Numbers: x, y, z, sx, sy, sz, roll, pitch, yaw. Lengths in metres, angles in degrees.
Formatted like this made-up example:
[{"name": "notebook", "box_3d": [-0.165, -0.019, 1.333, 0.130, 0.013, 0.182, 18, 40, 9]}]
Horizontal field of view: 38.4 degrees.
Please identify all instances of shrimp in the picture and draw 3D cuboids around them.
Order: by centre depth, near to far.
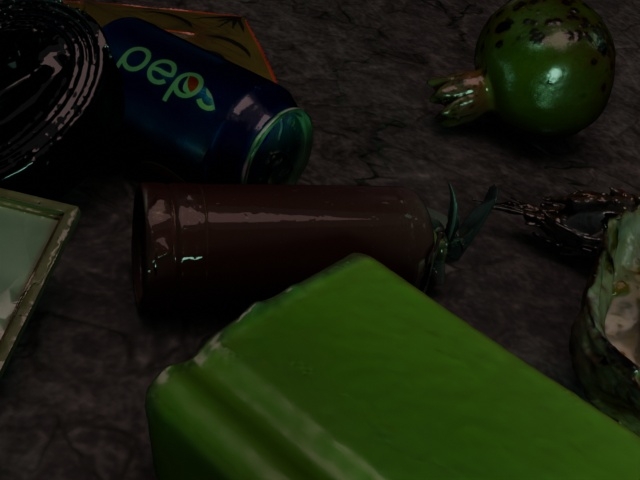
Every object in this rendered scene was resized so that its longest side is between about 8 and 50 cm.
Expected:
[{"name": "shrimp", "box_3d": [0.249, -0.014, 0.810, 0.233, 0.079, 0.090, 9, 29, 4]}]

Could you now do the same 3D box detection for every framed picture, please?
[{"name": "framed picture", "box_3d": [-0.252, 0.040, 0.579, 0.136, 0.010, 0.200, 13, 52, 2]}]

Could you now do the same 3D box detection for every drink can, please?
[{"name": "drink can", "box_3d": [-0.113, -0.109, 0.795, 0.205, 0.118, 0.118, 28, 37, 24]}]

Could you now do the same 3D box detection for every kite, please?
[{"name": "kite", "box_3d": [-0.175, -0.209, 1.015, 0.378, 0.013, 0.327, 25, 35, 19]}]

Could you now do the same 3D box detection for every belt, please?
[{"name": "belt", "box_3d": [-0.248, -0.098, 0.705, 0.151, 0.078, 0.198, 38, 73, 16]}]

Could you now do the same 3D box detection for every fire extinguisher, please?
[{"name": "fire extinguisher", "box_3d": [0.000, 0.000, 0.685, 0.269, 0.104, 0.104, 0, 36, -17]}]

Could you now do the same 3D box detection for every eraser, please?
[{"name": "eraser", "box_3d": [0.057, 0.137, 0.521, 0.274, 0.092, 0.210, 34, 40, 26]}]

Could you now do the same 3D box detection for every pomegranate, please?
[{"name": "pomegranate", "box_3d": [0.217, -0.178, 0.982, 0.205, 0.159, 0.159, -20, 40, -2]}]

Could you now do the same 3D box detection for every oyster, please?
[{"name": "oyster", "box_3d": [0.266, 0.070, 0.669, 0.166, 0.094, 0.294, 18, 38, 11]}]

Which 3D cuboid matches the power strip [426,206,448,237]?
[{"name": "power strip", "box_3d": [0.083, -0.010, 0.798, 0.083, 0.035, 0.055, 29, 36, 1]}]
